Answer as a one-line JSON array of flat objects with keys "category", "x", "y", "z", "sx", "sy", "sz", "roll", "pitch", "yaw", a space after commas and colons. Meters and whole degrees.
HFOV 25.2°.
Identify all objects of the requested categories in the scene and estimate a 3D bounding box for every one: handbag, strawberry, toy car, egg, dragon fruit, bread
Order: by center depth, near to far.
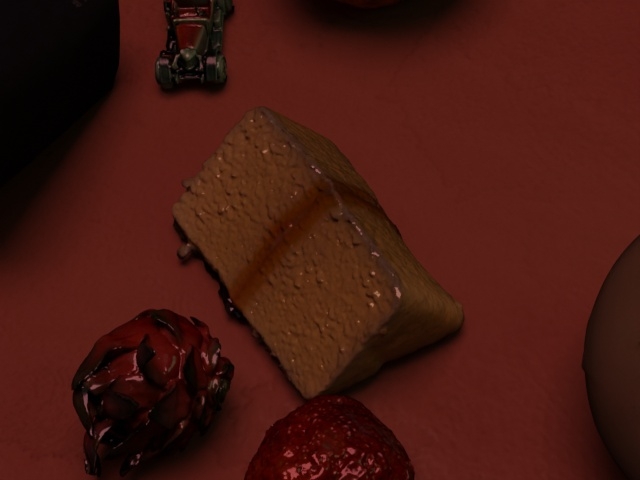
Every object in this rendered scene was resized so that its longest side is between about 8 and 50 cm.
[{"category": "egg", "x": 0.310, "y": 0.091, "z": 1.084, "sx": 0.219, "sy": 0.219, "sz": 0.269, "roll": 14, "pitch": 57, "yaw": 14}, {"category": "strawberry", "x": 0.009, "y": 0.180, "z": 1.097, "sx": 0.131, "sy": 0.131, "sz": 0.148, "roll": 14, "pitch": 62, "yaw": 14}, {"category": "dragon fruit", "x": -0.135, "y": 0.121, "z": 1.153, "sx": 0.121, "sy": 0.130, "sz": 0.142, "roll": -7, "pitch": 0, "yaw": 38}, {"category": "bread", "x": 0.000, "y": 0.000, "z": 1.251, "sx": 0.178, "sy": 0.142, "sz": 0.266, "roll": -18, "pitch": 53, "yaw": -30}, {"category": "handbag", "x": -0.360, "y": -0.176, "z": 1.324, "sx": 0.275, "sy": 0.178, "sz": 0.302, "roll": 16, "pitch": 33, "yaw": 10}, {"category": "toy car", "x": -0.129, "y": -0.216, "z": 1.455, "sx": 0.073, "sy": 0.054, "sz": 0.143, "roll": -1, "pitch": 51, "yaw": 4}]

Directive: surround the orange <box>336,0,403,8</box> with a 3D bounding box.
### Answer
[{"category": "orange", "x": 0.057, "y": -0.349, "z": 1.436, "sx": 0.240, "sy": 0.240, "sz": 0.240, "roll": -2, "pitch": 52, "yaw": 2}]
